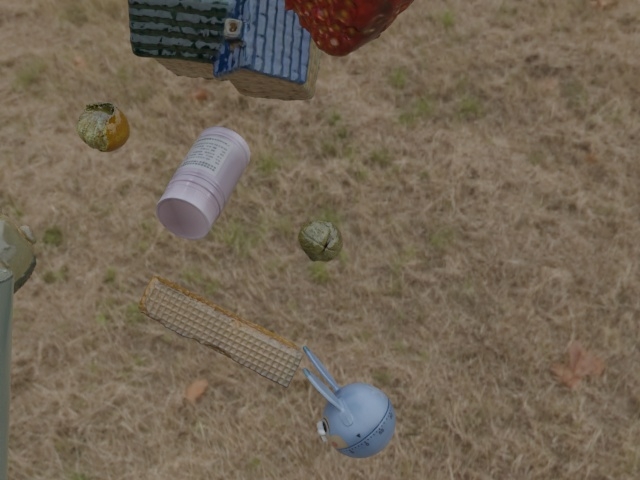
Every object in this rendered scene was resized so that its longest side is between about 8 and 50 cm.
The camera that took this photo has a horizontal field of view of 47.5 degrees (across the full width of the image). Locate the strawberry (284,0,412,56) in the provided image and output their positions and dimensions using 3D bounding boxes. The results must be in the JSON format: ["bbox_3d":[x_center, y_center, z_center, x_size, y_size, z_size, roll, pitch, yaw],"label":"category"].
[{"bbox_3d":[0.055,-0.409,0.857,0.291,0.344,0.292,2,35,-1],"label":"strawberry"}]

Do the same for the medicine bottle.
[{"bbox_3d":[-0.255,-0.130,1.608,0.133,0.133,0.250,8,48,13],"label":"medicine bottle"}]

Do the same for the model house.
[{"bbox_3d":[-0.225,-0.585,1.817,0.445,0.395,0.400,8,4,8],"label":"model house"}]

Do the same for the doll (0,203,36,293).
[{"bbox_3d":[-0.857,0.074,1.759,0.247,0.247,0.350,20,54,23],"label":"doll"}]

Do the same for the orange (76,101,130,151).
[{"bbox_3d":[-0.632,-0.334,2.114,0.156,0.134,0.157,13,33,-9],"label":"orange"}]

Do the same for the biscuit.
[{"bbox_3d":[-0.221,0.198,1.612,0.378,0.094,0.054,26,9,-2],"label":"biscuit"}]

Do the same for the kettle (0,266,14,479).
[{"bbox_3d":[-0.551,0.195,1.005,0.264,0.318,0.205,5,8,28],"label":"kettle"}]

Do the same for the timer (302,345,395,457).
[{"bbox_3d":[0.039,0.363,1.549,0.255,0.175,0.175,27,48,-10],"label":"timer"}]

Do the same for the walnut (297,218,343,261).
[{"bbox_3d":[0.000,0.000,1.340,0.092,0.092,0.092,-3,46,3],"label":"walnut"}]
